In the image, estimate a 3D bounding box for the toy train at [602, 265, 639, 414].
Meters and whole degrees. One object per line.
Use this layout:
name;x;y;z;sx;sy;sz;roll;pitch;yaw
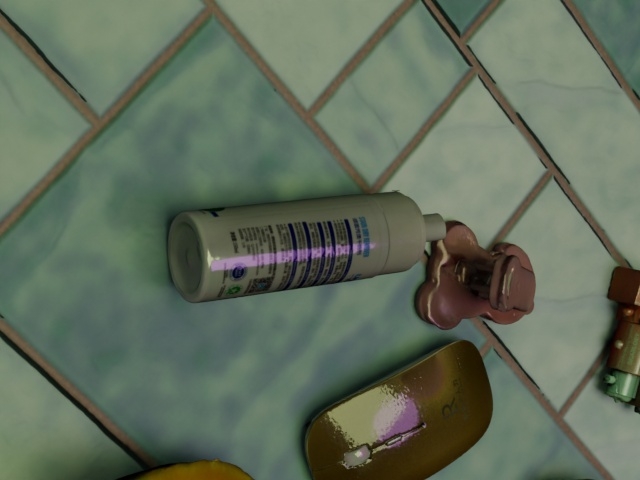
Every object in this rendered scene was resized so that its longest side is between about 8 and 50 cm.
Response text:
toy train;0.401;0.126;1.526;0.118;0.074;0.176;18;89;-21

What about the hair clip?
hair clip;0.182;0.046;1.408;0.138;0.102;0.123;12;89;-64

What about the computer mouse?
computer mouse;0.094;0.198;1.352;0.245;0.056;0.126;-23;105;-26

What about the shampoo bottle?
shampoo bottle;0.000;0.000;1.258;0.303;0.092;0.092;-8;98;-30

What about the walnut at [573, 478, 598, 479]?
walnut;0.322;0.353;1.456;0.180;0.144;0.144;9;89;-28

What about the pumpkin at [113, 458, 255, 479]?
pumpkin;-0.137;0.306;1.201;0.312;0.148;0.169;56;26;-26
